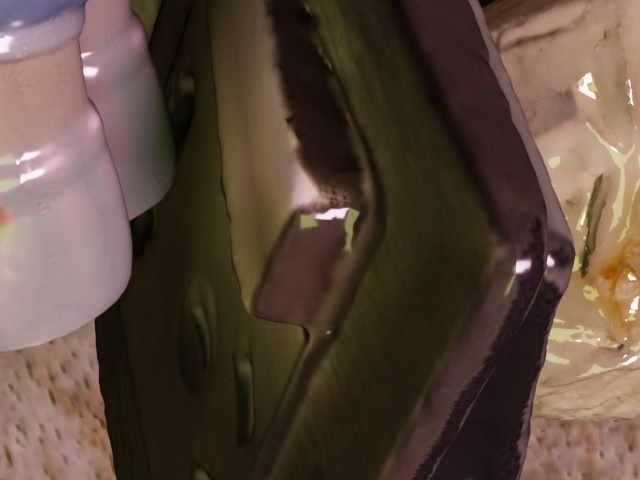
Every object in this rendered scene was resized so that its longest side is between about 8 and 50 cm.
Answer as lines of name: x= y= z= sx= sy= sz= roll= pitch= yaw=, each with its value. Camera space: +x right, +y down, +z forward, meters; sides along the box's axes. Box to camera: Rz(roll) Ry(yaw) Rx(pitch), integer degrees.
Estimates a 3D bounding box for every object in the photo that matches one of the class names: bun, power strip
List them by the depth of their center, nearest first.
power strip: x=0.002 y=-0.001 z=0.573 sx=0.092 sy=0.257 sz=0.251 roll=1 pitch=136 yaw=-16
bun: x=0.095 y=-0.011 z=0.646 sx=0.188 sy=0.111 sz=0.164 roll=-31 pitch=120 yaw=30

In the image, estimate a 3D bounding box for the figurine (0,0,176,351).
figurine: x=-0.106 y=-0.161 z=0.457 sx=0.205 sy=0.224 sz=0.382 roll=-6 pitch=139 yaw=20
